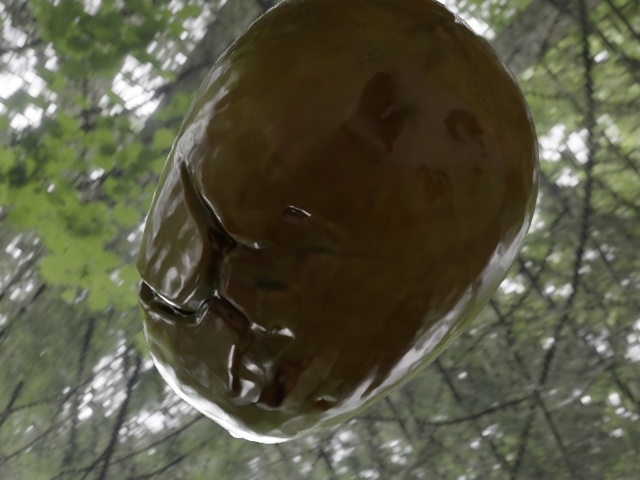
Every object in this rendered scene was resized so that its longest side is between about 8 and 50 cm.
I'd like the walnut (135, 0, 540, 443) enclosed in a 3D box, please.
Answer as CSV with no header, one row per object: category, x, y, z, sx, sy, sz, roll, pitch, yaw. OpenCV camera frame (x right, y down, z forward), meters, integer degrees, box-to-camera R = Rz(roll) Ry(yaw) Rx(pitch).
walnut,0.000,0.000,0.923,0.203,0.297,0.203,19,-154,-10
